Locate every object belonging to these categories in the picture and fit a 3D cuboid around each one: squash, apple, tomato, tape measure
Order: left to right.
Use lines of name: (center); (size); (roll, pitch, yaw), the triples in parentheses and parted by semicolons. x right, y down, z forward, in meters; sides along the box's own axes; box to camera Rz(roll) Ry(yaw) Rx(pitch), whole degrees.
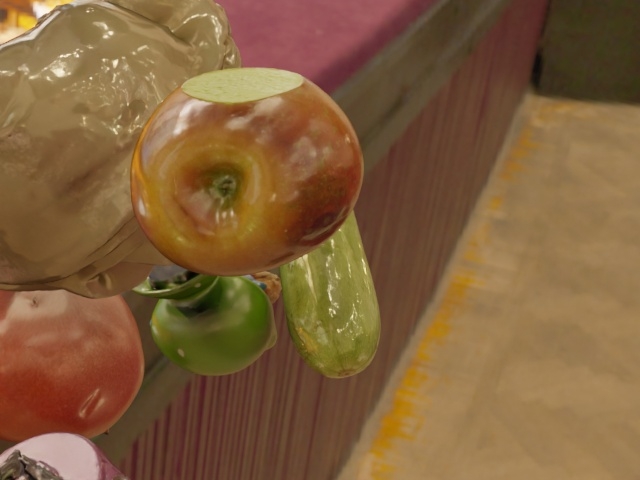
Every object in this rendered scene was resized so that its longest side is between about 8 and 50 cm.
tomato: (-0.449, 0.169, 1.894); (0.341, 0.272, 0.341); (12, 42, -11)
tape measure: (-0.355, 0.374, 1.545); (0.245, 0.149, 0.231); (14, 54, 34)
apple: (-0.037, -0.030, 0.579); (0.114, 0.099, 0.102); (9, 23, 18)
squash: (-0.005, 0.004, 1.501); (0.118, 0.118, 0.370); (-2, 61, -20)

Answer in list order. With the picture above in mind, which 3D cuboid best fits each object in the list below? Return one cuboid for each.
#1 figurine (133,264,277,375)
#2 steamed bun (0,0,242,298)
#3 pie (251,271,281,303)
figurine: (-0.153, 0.073, 1.470); (0.162, 0.263, 0.143); (-25, 46, 4)
steamed bun: (-0.191, -0.064, 1.033); (0.219, 0.324, 0.310); (48, 45, 2)
pie: (-0.162, 0.057, 1.776); (0.179, 0.084, 0.205); (11, 0, -44)
